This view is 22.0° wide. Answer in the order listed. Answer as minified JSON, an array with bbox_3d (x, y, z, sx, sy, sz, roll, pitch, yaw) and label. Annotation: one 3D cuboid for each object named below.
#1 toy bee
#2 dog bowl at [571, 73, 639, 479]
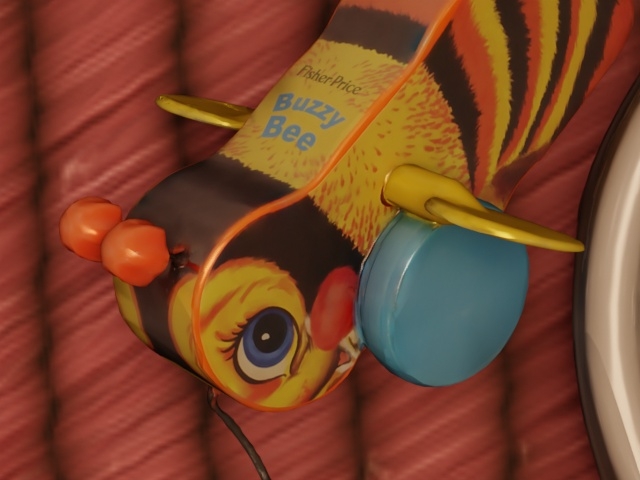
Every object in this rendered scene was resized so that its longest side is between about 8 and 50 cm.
[{"bbox_3d":[0.000,0.000,0.577,0.195,0.162,0.298,-3,64,39],"label":"toy bee"},{"bbox_3d":[0.250,0.027,0.572,0.348,0.102,0.349,-1,86,17],"label":"dog bowl"}]
